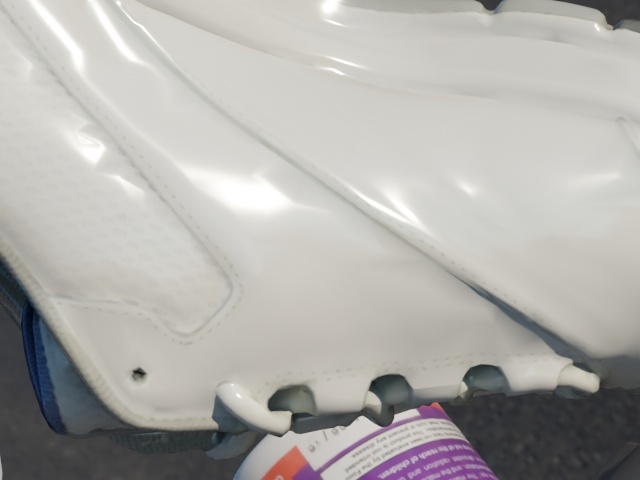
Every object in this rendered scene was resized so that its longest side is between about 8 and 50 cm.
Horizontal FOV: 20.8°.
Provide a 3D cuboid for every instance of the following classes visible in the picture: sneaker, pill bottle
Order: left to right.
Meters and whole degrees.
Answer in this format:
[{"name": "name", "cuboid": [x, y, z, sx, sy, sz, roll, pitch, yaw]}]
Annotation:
[{"name": "sneaker", "cuboid": [0.000, 0.000, 0.409, 0.111, 0.297, 0.129, 123, 165, -70]}, {"name": "pill bottle", "cuboid": [0.053, 0.158, 0.727, 0.108, 0.193, 0.108, -28, -31, -19]}]

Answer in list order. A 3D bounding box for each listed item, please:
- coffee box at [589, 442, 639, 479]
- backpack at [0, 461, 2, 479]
[{"name": "coffee box", "cuboid": [0.231, 0.271, 0.957, 0.168, 0.297, 0.119, -46, 1, -8]}, {"name": "backpack", "cuboid": [-0.296, 0.106, 0.640, 0.355, 0.273, 0.290, -30, 39, 22]}]
